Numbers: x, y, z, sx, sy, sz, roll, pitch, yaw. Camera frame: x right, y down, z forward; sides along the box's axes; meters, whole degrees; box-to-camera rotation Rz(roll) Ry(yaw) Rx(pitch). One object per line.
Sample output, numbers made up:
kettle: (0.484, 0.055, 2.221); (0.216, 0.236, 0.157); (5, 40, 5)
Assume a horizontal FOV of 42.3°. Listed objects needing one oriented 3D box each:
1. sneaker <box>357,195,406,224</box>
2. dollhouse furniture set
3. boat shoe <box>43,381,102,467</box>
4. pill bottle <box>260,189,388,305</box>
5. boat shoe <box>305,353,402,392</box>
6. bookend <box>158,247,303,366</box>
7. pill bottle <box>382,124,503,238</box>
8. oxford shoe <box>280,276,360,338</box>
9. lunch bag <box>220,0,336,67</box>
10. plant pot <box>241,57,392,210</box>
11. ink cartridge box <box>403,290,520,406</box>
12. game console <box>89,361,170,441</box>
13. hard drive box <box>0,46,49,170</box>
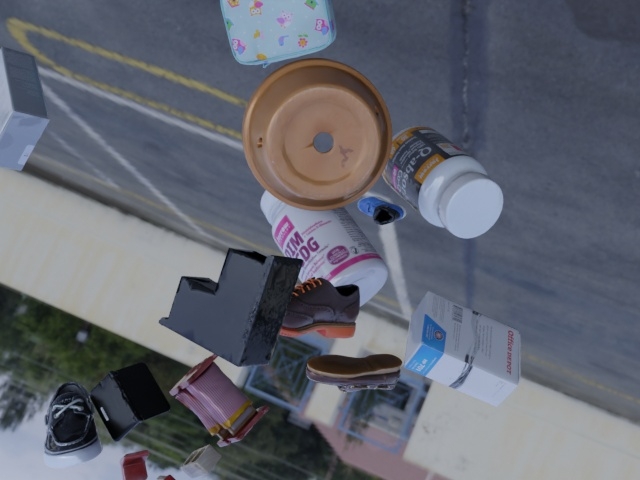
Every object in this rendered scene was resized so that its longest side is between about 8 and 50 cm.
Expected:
sneaker: (0.158, -0.085, 2.343); (0.152, 0.058, 0.084); (17, -157, 30)
dollhouse furniture set: (-0.326, 0.476, 1.996); (0.201, 0.374, 0.152); (47, 145, -5)
boat shoe: (-0.484, 0.348, 1.604); (0.108, 0.102, 0.301); (-11, -170, -12)
pill bottle: (0.000, 0.000, 1.692); (0.283, 0.160, 0.160); (55, -175, 29)
boat shoe: (0.065, 0.270, 1.636); (0.207, 0.073, 0.073); (4, -154, -22)
bookend: (-0.126, 0.073, 1.148); (0.157, 0.156, 0.072); (21, -174, 32)
pill bottle: (0.252, -0.124, 1.731); (0.162, 0.162, 0.278); (31, -169, -34)
oxford shoe: (-0.038, 0.102, 1.372); (0.097, 0.098, 0.271); (22, -171, 41)
lunch bag: (-0.107, -0.561, 2.087); (0.279, 0.224, 0.108); (-9, -158, 13)
plant pot: (-0.002, -0.188, 1.507); (0.290, 0.291, 0.203); (25, -172, -8)
ink cartridge box: (0.257, 0.195, 1.493); (0.190, 0.140, 0.082); (25, 130, -7)
game console: (-0.373, 0.314, 1.615); (0.122, 0.107, 0.071); (52, -166, 26)
hard drive box: (-0.746, -0.317, 1.991); (0.089, 0.181, 0.232); (11, -136, -40)
